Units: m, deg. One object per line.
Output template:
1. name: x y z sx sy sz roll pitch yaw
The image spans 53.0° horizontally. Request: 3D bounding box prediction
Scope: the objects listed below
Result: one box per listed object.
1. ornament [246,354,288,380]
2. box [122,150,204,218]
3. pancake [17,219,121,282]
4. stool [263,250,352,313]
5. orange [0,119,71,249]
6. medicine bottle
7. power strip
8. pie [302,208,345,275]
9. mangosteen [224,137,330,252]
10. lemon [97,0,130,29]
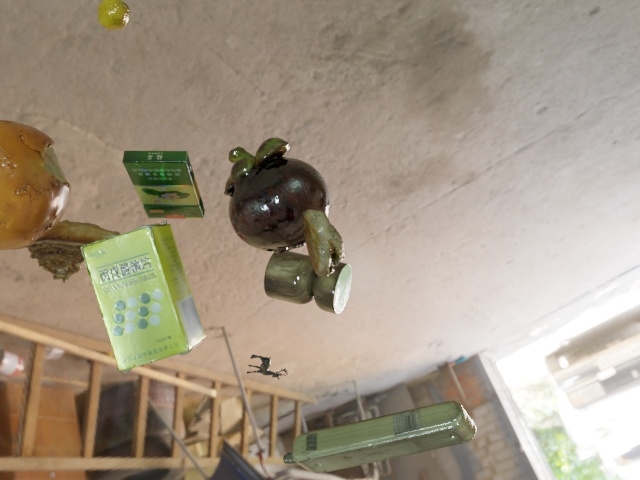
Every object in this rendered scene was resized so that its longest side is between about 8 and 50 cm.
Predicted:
1. ornament: -0.155 0.383 1.936 0.125 0.028 0.073 16 113 -9
2. box: -0.335 -0.116 1.399 0.132 0.034 0.235 0 153 -1
3. pancake: -0.595 0.036 1.495 0.266 0.057 0.244 10 139 -10
4. stool: -0.043 0.140 2.235 0.264 0.179 0.179 12 155 19
5. orange: -0.579 -0.100 1.168 0.240 0.240 0.240 -15 149 -9
6. medicine bottle: -0.323 0.099 1.200 0.137 0.250 0.141 -17 -179 5
7. power strip: 0.098 0.377 1.219 0.388 0.066 0.092 -20 133 21
8. pie: 0.000 0.000 1.571 0.079 0.163 0.193 -23 167 -14
9. mangosteen: -0.124 -0.119 1.867 0.330 0.330 0.330 -15 149 -9
10. lemon: -0.440 -0.479 1.359 0.092 0.065 0.065 -7 161 38
